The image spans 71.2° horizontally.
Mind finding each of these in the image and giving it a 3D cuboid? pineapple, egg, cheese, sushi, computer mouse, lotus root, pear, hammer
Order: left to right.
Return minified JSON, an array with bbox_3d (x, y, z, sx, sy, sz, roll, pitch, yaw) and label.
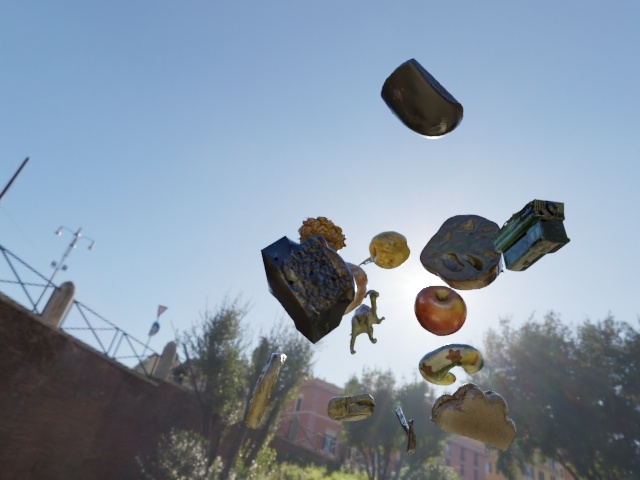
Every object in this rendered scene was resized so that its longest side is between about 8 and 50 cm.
[{"bbox_3d":[-0.020,0.115,1.266,0.227,0.212,0.216,45,-24,29],"label":"sushi"},{"bbox_3d":[0.000,0.000,1.800,0.224,0.076,0.225,10,-49,12],"label":"pineapple"},{"bbox_3d":[0.064,0.168,1.577,0.194,0.195,0.233,31,-59,-27],"label":"egg"},{"bbox_3d":[0.141,0.711,1.908,0.202,0.091,0.175,-19,-36,21],"label":"cheese"},{"bbox_3d":[0.297,0.040,1.905,0.177,0.178,0.178,8,-33,5],"label":"pear"},{"bbox_3d":[0.290,0.631,1.539,0.026,0.125,0.297,2,-3,1],"label":"hammer"},{"bbox_3d":[0.311,-0.421,1.398,0.269,0.100,0.170,42,-40,-4],"label":"computer mouse"},{"bbox_3d":[0.636,0.052,2.019,0.374,0.391,0.111,-19,-44,20],"label":"lotus root"}]

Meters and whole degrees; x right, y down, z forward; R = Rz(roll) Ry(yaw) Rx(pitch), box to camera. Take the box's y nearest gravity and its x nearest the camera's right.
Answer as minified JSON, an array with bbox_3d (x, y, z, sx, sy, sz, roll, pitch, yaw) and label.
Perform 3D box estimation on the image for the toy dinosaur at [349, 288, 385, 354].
[{"bbox_3d":[0.178,0.325,1.775,0.077,0.162,0.294,16,-54,-28],"label":"toy dinosaur"}]

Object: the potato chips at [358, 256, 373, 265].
[{"bbox_3d":[0.262,0.075,2.188,0.207,0.092,0.028,-39,-73,12],"label":"potato chips"}]

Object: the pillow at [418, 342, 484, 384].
[{"bbox_3d":[0.470,0.448,1.611,0.233,0.086,0.214,-38,-55,26],"label":"pillow"}]

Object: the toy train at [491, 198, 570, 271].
[{"bbox_3d":[0.756,-0.008,1.623,0.138,0.178,0.330,5,-31,-8],"label":"toy train"}]

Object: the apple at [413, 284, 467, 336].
[{"bbox_3d":[0.365,0.216,1.369,0.163,0.163,0.139,6,-50,9],"label":"apple"}]

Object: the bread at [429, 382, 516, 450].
[{"bbox_3d":[0.550,0.607,1.562,0.337,0.183,0.102,23,0,-16],"label":"bread"}]

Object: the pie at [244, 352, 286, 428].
[{"bbox_3d":[-0.227,0.606,1.827,0.077,0.339,0.339,24,-34,-3],"label":"pie"}]
